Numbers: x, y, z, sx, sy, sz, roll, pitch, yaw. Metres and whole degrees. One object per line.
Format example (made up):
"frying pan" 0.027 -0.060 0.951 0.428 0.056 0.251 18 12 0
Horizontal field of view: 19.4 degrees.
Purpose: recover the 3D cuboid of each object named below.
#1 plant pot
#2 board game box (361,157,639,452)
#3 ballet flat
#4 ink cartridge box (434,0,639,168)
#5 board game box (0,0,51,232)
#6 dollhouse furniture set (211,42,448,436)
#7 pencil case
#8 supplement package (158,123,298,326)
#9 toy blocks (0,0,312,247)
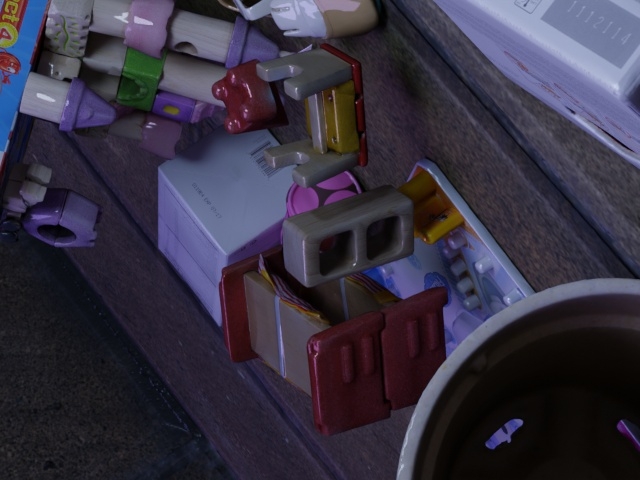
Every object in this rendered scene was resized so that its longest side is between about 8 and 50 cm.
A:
"plant pot" 0.217 0.213 1.511 0.334 0.333 0.305 54 174 6
"board game box" 0.171 0.141 1.901 0.390 0.050 0.390 53 163 10
"ballet flat" -0.027 -0.219 1.729 0.232 0.073 0.080 28 148 58
"ink cartridge box" 0.182 -0.133 1.314 0.296 0.066 0.261 40 -176 40
"board game box" -0.346 -0.162 1.983 0.086 0.302 0.308 15 164 -6
"dollhouse furniture set" 0.006 -0.024 1.781 0.201 0.152 0.374 35 136 51
"pencil case" 0.000 0.000 2.042 0.098 0.095 0.209 58 168 16
"supplement package" -0.102 -0.023 2.209 0.139 0.134 0.244 51 163 14
"toy blocks" -0.164 -0.152 1.946 0.260 0.309 0.288 15 155 -7
